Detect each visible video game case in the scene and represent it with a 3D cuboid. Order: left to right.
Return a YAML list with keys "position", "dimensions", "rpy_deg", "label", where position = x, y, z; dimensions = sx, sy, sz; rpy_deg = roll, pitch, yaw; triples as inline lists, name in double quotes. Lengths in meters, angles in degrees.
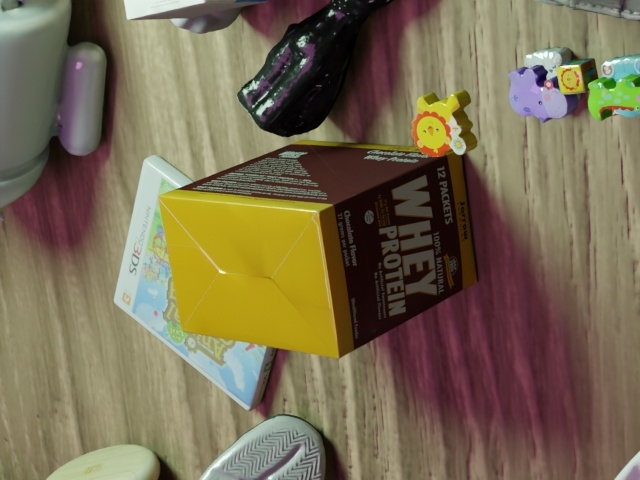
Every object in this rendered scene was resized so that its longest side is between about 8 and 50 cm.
- position: [-0.122, 0.044, 1.718]
  dimensions: [0.212, 0.023, 0.193]
  rpy_deg: [36, 129, 26]
  label: "video game case"

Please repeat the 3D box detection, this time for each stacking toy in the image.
- position: [-0.206, 0.406, 1.885]
  dimensions: [0.141, 0.141, 0.330]
  rpy_deg: [-1, 111, 43]
  label: "stacking toy"
- position: [0.201, -0.110, 1.250]
  dimensions: [0.221, 0.167, 0.052]
  rpy_deg: [-2, 107, 42]
  label: "stacking toy"

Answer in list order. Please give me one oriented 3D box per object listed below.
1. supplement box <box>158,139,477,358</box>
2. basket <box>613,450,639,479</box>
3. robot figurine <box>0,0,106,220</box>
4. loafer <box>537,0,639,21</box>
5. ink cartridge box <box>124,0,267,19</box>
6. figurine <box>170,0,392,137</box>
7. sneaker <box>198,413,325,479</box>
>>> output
- position: [0.000, 0.000, 1.463]
  dimensions: [0.191, 0.194, 0.129]
  rpy_deg: [6, 112, 41]
  label: "supplement box"
- position: [0.321, 0.234, 1.336]
  dimensions: [0.167, 0.103, 0.113]
  rpy_deg: [45, 133, 20]
  label: "basket"
- position: [-0.370, -0.172, 1.726]
  dimensions: [0.300, 0.200, 0.353]
  rpy_deg: [15, 123, -2]
  label: "robot figurine"
- position: [0.202, -0.216, 1.242]
  dimensions: [0.319, 0.111, 0.112]
  rpy_deg: [19, 120, 36]
  label: "loafer"
- position: [-0.116, -0.267, 1.425]
  dimensions: [0.090, 0.092, 0.143]
  rpy_deg: [-7, 93, 35]
  label: "ink cartridge box"
- position: [-0.028, -0.239, 1.474]
  dimensions: [0.215, 0.092, 0.209]
  rpy_deg: [50, 126, 15]
  label: "figurine"
- position: [-0.107, 0.305, 1.746]
  dimensions: [0.124, 0.180, 0.321]
  rpy_deg: [30, 97, -10]
  label: "sneaker"
